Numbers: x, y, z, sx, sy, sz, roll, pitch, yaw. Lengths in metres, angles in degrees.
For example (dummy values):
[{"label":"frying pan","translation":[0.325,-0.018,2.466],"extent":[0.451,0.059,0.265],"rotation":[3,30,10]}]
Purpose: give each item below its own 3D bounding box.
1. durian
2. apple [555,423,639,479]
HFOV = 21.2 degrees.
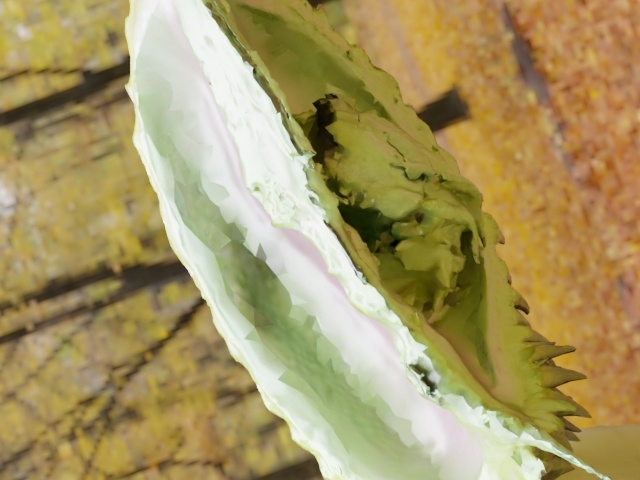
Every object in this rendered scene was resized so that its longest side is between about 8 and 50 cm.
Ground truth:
[{"label":"durian","translation":[0.004,0.005,0.843],"extent":[0.355,0.157,0.169],"rotation":[55,-176,14]},{"label":"apple","translation":[0.192,0.321,1.194],"extent":[0.311,0.360,0.320],"rotation":[119,150,-55]}]
